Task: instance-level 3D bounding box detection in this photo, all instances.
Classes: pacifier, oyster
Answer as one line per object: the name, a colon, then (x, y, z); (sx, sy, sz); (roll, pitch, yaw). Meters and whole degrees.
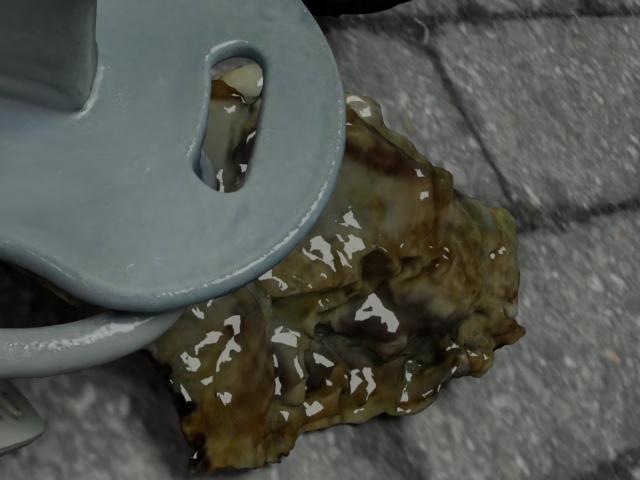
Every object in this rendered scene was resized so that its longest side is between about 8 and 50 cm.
pacifier: (-0.124, -0.082, 0.711); (0.287, 0.225, 0.238); (14, 55, -3)
oyster: (0.001, -0.004, 0.916); (0.355, 0.107, 0.201); (-11, 72, -52)

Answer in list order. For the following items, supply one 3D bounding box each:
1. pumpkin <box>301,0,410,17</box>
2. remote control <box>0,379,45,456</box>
pumpkin: (-0.004, -0.245, 1.042); (0.250, 0.216, 0.249); (5, 71, -14)
remote control: (-0.193, 0.082, 0.670); (0.073, 0.044, 0.229); (42, 24, 15)
